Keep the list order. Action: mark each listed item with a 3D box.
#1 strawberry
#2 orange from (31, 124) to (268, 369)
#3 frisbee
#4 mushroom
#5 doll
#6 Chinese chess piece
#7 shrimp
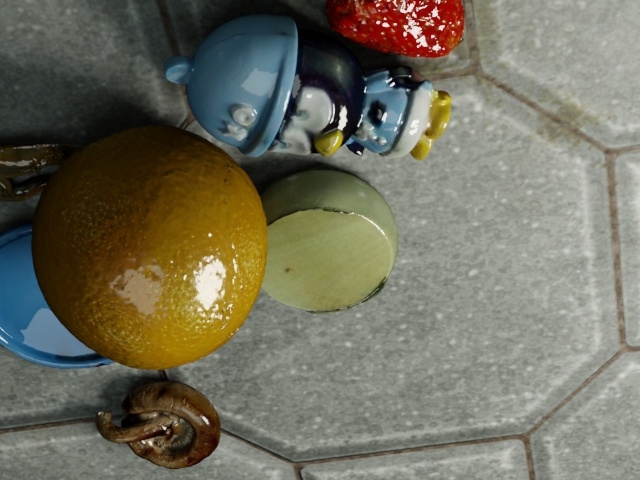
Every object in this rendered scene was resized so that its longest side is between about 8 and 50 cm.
[{"bbox_3d":[0.083,-0.248,1.525,0.187,0.082,0.146,33,130,-29],"label":"strawberry"},{"bbox_3d":[-0.190,0.009,1.603,0.274,0.274,0.274,0,129,0],"label":"orange"},{"bbox_3d":[-0.320,0.064,1.790,0.242,0.045,0.242,-1,128,-2],"label":"frisbee"},{"bbox_3d":[-0.219,0.246,1.921,0.171,0.080,0.135,5,117,-3],"label":"mushroom"},{"bbox_3d":[-0.017,-0.157,1.550,0.314,0.141,0.177,11,146,-15],"label":"doll"},{"bbox_3d":[0.000,0.000,1.720,0.188,0.083,0.188,-1,133,-1],"label":"Chinese chess piece"},{"bbox_3d":[-0.347,-0.077,1.676,0.162,0.045,0.095,-8,129,4],"label":"shrimp"}]
